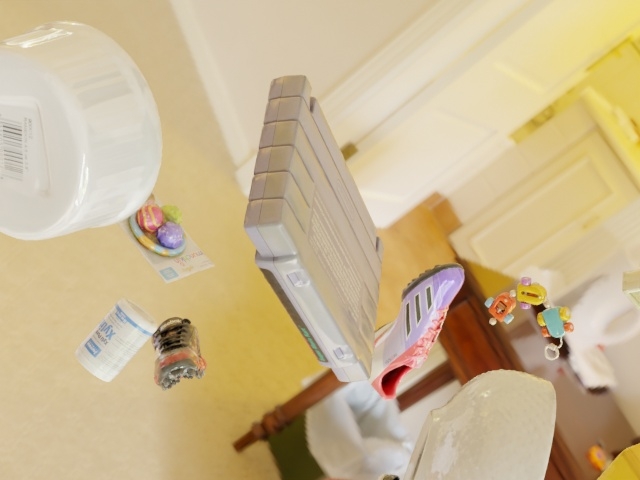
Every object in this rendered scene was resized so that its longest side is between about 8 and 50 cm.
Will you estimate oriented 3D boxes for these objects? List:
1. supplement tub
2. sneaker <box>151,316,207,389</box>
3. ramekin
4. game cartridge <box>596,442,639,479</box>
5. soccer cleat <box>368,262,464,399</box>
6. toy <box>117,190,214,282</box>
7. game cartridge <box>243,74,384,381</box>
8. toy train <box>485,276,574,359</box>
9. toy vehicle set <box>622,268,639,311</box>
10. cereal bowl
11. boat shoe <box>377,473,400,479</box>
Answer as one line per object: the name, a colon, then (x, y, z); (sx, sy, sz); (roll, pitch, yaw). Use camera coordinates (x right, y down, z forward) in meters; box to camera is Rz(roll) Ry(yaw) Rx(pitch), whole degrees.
supplement tub: (-0.291, 0.141, 1.416); (0.071, 0.107, 0.071); (41, 0, 0)
sneaker: (-0.286, 0.219, 1.950); (0.276, 0.098, 0.135); (130, -57, -86)
ramekin: (-0.353, -0.133, 1.260); (0.277, 0.277, 0.135); (53, 33, 3)
game cartridge: (0.467, 0.482, 1.364); (0.053, 0.285, 0.323); (-13, 55, -22)
soccer cleat: (0.185, 0.172, 1.874); (0.109, 0.318, 0.116); (8, 43, -37)
toy: (-0.287, -0.042, 1.709); (0.237, 0.056, 0.137); (46, 31, 14)
game cartridge: (0.000, 0.000, 1.218); (0.355, 0.068, 0.230); (62, 33, -49)
toy train: (0.388, 0.134, 1.803); (0.166, 0.125, 0.046); (39, 36, 24)
toy vehicle set: (0.607, 0.081, 1.457); (0.166, 0.267, 0.035); (42, 49, -36)
cereal bowl: (0.190, 0.326, 1.327); (0.141, 0.338, 0.339); (19, 25, 4)
boat shoe: (0.126, 0.538, 2.015); (0.049, 0.040, 0.142); (45, 48, -28)
